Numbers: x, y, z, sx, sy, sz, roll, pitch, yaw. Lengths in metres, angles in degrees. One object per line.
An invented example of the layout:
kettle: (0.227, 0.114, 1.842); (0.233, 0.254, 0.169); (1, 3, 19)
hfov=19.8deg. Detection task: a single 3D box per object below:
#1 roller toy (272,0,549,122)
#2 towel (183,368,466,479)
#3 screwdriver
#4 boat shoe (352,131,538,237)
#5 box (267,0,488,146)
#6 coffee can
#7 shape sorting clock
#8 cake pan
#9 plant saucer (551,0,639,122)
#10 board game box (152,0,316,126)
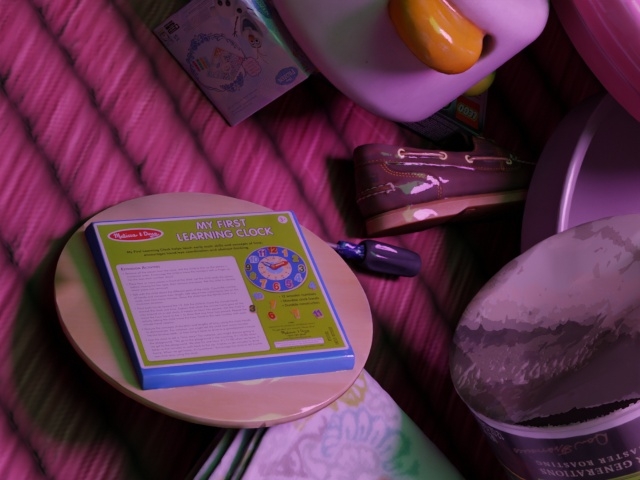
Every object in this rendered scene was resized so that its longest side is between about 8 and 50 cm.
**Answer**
roller toy: (0.062, -0.194, 1.281); (0.191, 0.146, 0.209); (58, 26, 6)
towel: (0.039, 0.274, 1.153); (0.374, 0.090, 0.320); (50, 41, -11)
screwdriver: (0.000, 0.000, 1.319); (0.170, 0.024, 0.025); (16, 31, -27)
boat shoe: (0.112, -0.049, 1.394); (0.207, 0.073, 0.073); (-5, 76, -41)
box: (0.043, -0.160, 1.412); (0.207, 0.036, 0.114); (26, 56, -30)
coffee can: (0.233, 0.148, 1.261); (0.275, 0.201, 0.201); (59, 42, -31)
shape sorting clock: (-0.068, 0.042, 1.172); (0.206, 0.040, 0.206); (10, 45, -11)
cake pan: (0.255, 0.007, 1.436); (0.293, 0.054, 0.293); (-3, 94, -45)
plant saucer: (0.281, -0.183, 1.386); (0.332, 0.084, 0.332); (26, 46, -29)
board game box: (-0.059, -0.134, 1.276); (0.090, 0.090, 0.020); (51, 46, -10)
